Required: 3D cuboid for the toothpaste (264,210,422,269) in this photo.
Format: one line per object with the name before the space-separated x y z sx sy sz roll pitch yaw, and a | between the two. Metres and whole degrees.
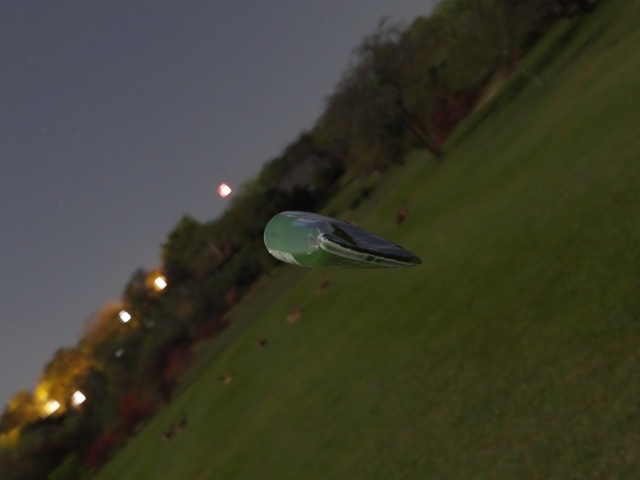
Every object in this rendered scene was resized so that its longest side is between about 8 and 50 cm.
toothpaste | 0.000 0.000 1.270 0.392 0.099 0.061 -173 95 -75
